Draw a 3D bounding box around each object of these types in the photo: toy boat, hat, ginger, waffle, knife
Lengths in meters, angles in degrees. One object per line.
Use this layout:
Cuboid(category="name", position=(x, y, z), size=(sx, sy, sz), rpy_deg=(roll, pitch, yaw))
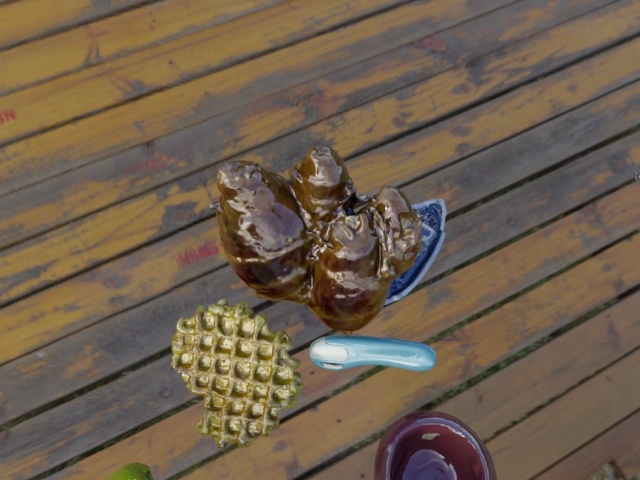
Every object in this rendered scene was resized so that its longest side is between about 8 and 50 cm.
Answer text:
Cuboid(category="toy boat", position=(0.173, 0.022, 1.264), size=(0.129, 0.142, 0.309), rpy_deg=(40, 65, 1))
Cuboid(category="hat", position=(0.177, 0.374, 0.953), size=(0.205, 0.089, 0.206), rpy_deg=(1, 58, -2))
Cuboid(category="ginger", position=(-0.011, -0.002, 0.935), size=(0.357, 0.274, 0.152), rpy_deg=(29, 44, -15))
Cuboid(category="waffle", position=(-0.160, 0.231, 1.067), size=(0.253, 0.056, 0.249), rpy_deg=(41, 100, -2))
Cuboid(category="knife", position=(0.086, 0.194, 1.037), size=(0.221, 0.031, 0.064), rpy_deg=(0, 99, 18))

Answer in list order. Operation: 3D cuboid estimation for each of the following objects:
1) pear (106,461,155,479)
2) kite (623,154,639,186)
Cuboid(category="pear", position=(-0.431, 0.618, 1.368), size=(0.187, 0.187, 0.220), rpy_deg=(21, 56, -3))
Cuboid(category="kite", position=(0.315, -0.028, 0.579), size=(0.011, 0.139, 0.157), rpy_deg=(-18, 49, 22))
